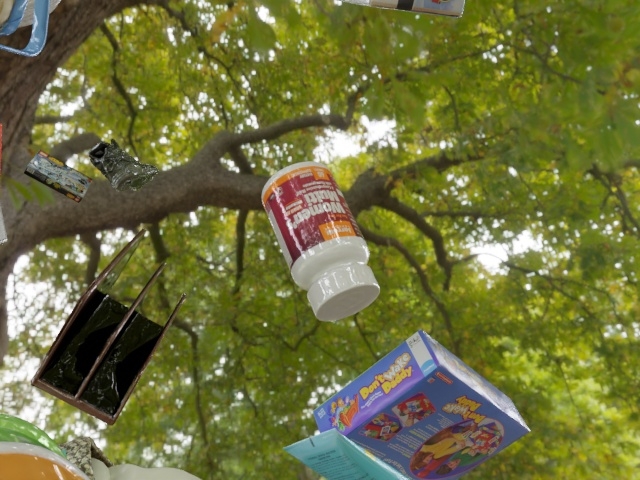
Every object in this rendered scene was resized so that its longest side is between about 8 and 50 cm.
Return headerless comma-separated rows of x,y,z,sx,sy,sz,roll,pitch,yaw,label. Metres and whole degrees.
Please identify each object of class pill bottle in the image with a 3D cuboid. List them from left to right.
0.000,0.000,0.915,0.121,0.221,0.121,-19,-28,-11,pill bottle

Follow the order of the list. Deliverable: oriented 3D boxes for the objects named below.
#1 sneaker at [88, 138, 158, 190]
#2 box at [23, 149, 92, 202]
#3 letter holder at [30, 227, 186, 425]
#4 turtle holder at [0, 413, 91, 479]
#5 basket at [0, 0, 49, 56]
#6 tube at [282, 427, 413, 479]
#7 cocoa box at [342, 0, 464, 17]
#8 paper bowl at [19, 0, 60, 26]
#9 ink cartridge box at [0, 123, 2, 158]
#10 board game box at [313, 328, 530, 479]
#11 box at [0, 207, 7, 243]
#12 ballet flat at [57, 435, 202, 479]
-0.480,-0.187,1.499,0.087,0.130,0.227,-42,0,9,sneaker
-0.613,-0.150,1.435,0.137,0.094,0.027,32,-67,-21,box
-0.341,0.132,1.097,0.152,0.302,0.214,31,-70,-9,letter holder
-0.249,0.271,0.346,0.227,0.320,0.243,23,-25,39,turtle holder
-0.441,-0.373,0.774,0.200,0.289,0.255,15,-75,8,basket
0.060,0.265,0.665,0.207,0.052,0.080,40,-56,-23,tube
0.159,-0.630,1.179,0.227,0.231,0.347,-5,-63,-28,cocoa box
-0.596,-0.549,1.110,0.284,0.285,0.148,15,-16,-32,paper bowl
-0.535,0.033,0.933,0.091,0.385,0.308,13,-61,-8,ink cartridge box
0.186,0.316,1.069,0.233,0.078,0.347,-40,-49,13,board game box
-0.708,-0.052,1.159,0.087,0.169,0.290,-8,9,-5,box
-0.164,0.389,0.738,0.182,0.164,0.483,-35,-57,1,ballet flat
